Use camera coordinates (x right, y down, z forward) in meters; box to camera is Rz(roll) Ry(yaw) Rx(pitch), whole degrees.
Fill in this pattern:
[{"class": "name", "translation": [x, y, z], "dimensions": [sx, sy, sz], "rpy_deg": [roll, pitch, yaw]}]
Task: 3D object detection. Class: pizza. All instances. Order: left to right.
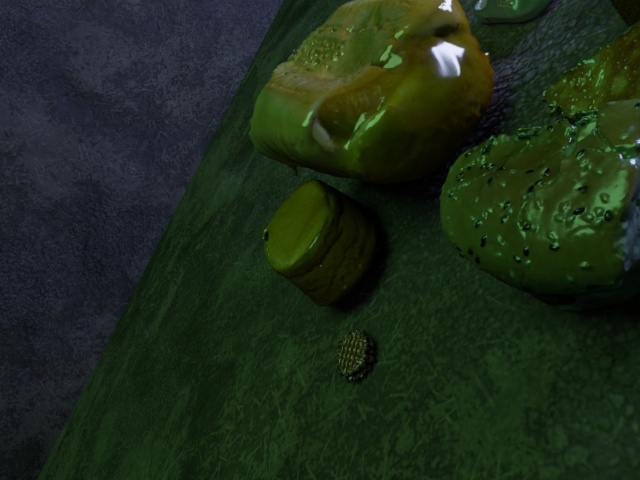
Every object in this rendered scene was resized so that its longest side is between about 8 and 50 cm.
[{"class": "pizza", "translation": [0.359, -0.185, 0.664], "dimensions": [0.193, 0.053, 0.201], "rpy_deg": [34, 105, 62]}]

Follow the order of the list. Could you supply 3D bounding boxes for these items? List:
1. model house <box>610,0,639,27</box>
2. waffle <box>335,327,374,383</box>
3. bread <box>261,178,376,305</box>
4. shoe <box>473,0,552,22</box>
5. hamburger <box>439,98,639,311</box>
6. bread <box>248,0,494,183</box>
[{"class": "model house", "translation": [0.410, -0.317, 0.671], "dimensions": [0.100, 0.088, 0.100], "rpy_deg": [-25, 40, 48]}, {"class": "waffle", "translation": [0.054, 0.180, 0.869], "dimensions": [0.075, 0.029, 0.083], "rpy_deg": [-48, 32, 30]}, {"class": "bread", "translation": [0.000, 0.000, 1.013], "dimensions": [0.195, 0.143, 0.269], "rpy_deg": [-50, 25, 9]}, {"class": "shoe", "translation": [0.319, -0.424, 0.949], "dimensions": [0.079, 0.078, 0.195], "rpy_deg": [-59, 23, 2]}, {"class": "hamburger", "translation": [0.246, -0.019, 0.573], "dimensions": [0.288, 0.168, 0.192], "rpy_deg": [-8, 56, 57]}, {"class": "bread", "translation": [0.094, -0.231, 0.958], "dimensions": [0.361, 0.250, 0.394], "rpy_deg": [-47, 31, -5]}]
